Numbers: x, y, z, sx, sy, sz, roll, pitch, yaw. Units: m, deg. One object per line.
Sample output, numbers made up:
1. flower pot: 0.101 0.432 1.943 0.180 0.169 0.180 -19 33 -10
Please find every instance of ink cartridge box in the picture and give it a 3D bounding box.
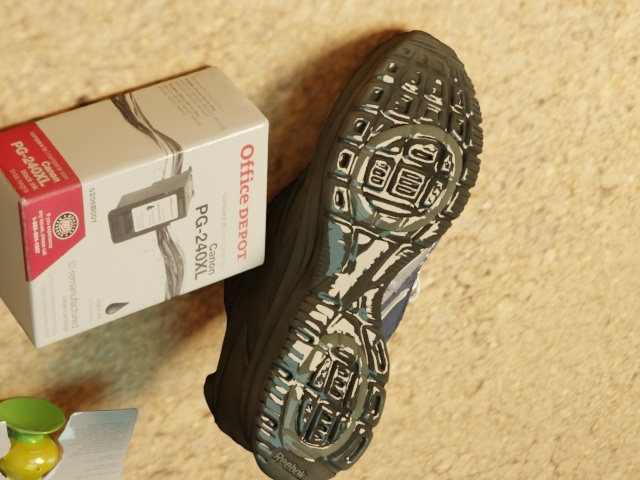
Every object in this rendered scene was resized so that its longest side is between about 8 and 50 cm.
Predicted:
1. ink cartridge box: -0.106 -0.020 0.816 0.150 0.063 0.109 -21 136 -26

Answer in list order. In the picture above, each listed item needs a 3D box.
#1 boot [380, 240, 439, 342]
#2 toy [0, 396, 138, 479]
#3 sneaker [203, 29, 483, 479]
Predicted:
1. boot: 0.042 0.012 0.983 0.190 0.069 0.086 -47 149 17
2. toy: -0.209 0.202 0.939 0.137 0.056 0.237 -2 121 -36
3. sneaker: 0.000 0.000 0.900 0.109 0.130 0.286 29 83 -33
